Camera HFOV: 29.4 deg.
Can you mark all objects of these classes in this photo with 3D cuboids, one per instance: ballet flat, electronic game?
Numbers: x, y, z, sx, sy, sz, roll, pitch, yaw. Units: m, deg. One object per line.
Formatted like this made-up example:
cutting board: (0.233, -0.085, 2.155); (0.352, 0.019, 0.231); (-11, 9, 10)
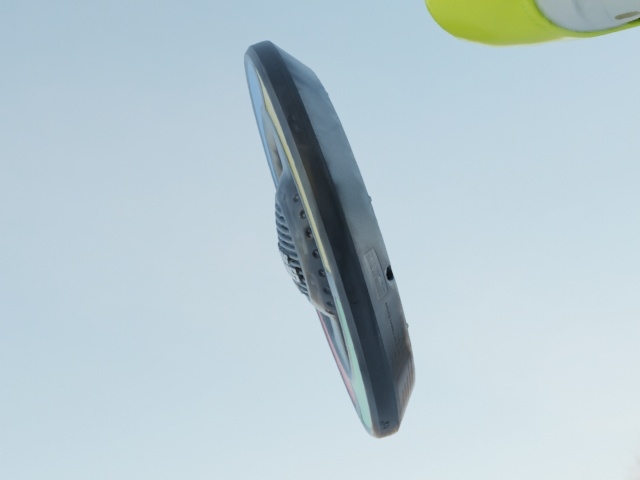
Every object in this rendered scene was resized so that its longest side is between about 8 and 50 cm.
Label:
ballet flat: (0.159, -0.130, 0.519); (0.231, 0.077, 0.077); (-12, -70, 2)
electronic game: (0.000, 0.000, 0.682); (0.048, 0.229, 0.229); (-19, -26, -5)
